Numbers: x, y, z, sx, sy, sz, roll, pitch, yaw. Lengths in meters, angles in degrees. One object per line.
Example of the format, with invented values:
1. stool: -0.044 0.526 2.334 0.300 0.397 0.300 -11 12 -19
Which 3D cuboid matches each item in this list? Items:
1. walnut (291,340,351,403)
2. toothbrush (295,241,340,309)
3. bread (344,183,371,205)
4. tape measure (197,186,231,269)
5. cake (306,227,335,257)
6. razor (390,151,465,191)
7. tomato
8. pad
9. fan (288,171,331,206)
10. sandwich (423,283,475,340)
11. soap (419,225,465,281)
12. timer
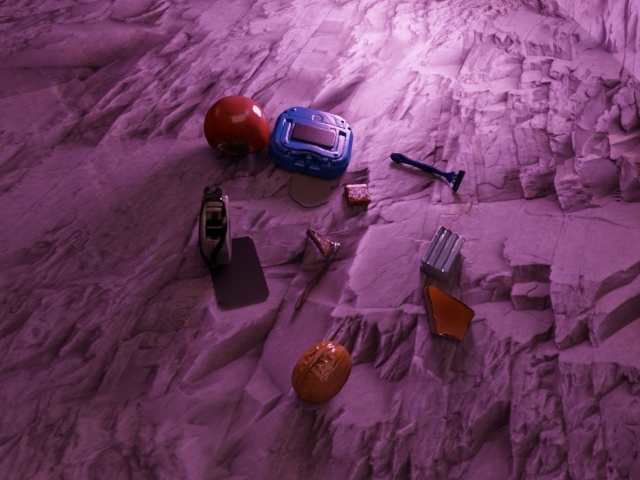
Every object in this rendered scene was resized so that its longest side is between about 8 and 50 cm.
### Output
1. walnut: 0.004 0.400 1.440 0.159 0.159 0.206 42 67 16
2. toothbrush: -0.008 0.122 1.690 0.031 0.023 0.321 23 55 13
3. bread: 0.149 -0.184 1.908 0.094 0.035 0.090 -4 59 -13
4. tape measure: -0.359 -0.028 1.585 0.115 0.235 0.207 1 58 -7
5. cake: 0.000 0.000 1.740 0.055 0.051 0.140 -27 56 -17
6. razor: 0.454 -0.313 2.044 0.324 0.093 0.056 22 16 8
7. tomato: -0.328 -0.443 1.856 0.255 0.256 0.225 1 73 -10
8. pad: -0.294 0.106 1.656 0.181 0.004 0.267 -11 60 -17
9. fan: -0.079 -0.258 1.925 0.182 0.010 0.310 -22 65 -27
10. sandwich: 0.425 0.266 1.661 0.193 0.058 0.162 33 58 7
11. soap: 0.461 0.048 1.803 0.114 0.063 0.198 30 57 11
12. timer: -0.032 -0.415 1.972 0.339 0.115 0.309 13 56 -4
